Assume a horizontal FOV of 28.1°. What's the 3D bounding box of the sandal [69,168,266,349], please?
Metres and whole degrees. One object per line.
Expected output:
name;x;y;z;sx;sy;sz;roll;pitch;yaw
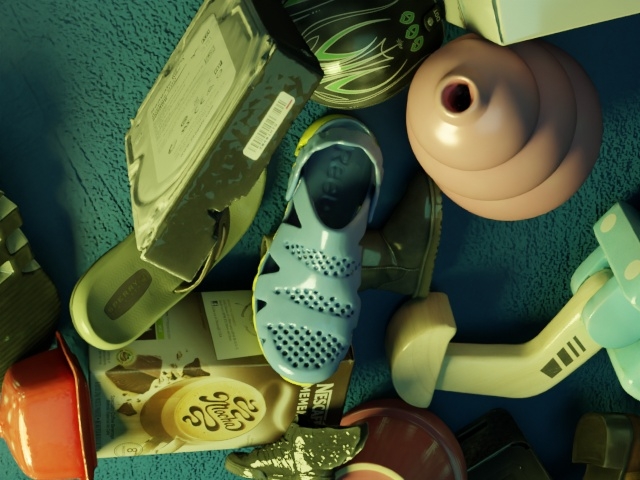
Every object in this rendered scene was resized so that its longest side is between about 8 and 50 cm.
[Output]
sandal;-0.151;0.001;1.414;0.120;0.086;0.303;45;65;-22

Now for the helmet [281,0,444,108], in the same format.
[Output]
helmet;0.033;-0.219;1.374;0.161;0.169;0.169;-32;119;-16

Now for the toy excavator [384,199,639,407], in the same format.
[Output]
toy excavator;0.362;0.104;1.581;0.433;0.222;0.445;30;114;-22

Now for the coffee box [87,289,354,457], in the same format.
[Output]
coffee box;-0.123;0.155;1.503;0.297;0.119;0.168;-2;137;-11

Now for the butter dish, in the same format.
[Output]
butter dish;-0.319;0.199;1.430;0.118;0.160;0.160;-7;107;-17

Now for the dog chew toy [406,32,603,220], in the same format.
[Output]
dog chew toy;0.183;-0.128;1.348;0.206;0.332;0.207;-1;88;20

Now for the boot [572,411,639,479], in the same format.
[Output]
boot;0.446;0.367;1.725;0.280;0.096;0.264;12;80;-32

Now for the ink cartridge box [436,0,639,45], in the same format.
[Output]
ink cartridge box;0.214;-0.327;1.278;0.198;0.270;0.197;-14;108;-5

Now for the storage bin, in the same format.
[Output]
storage bin;0.246;0.331;1.715;0.122;0.084;0.180;-33;117;4

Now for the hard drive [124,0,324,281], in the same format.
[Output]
hard drive;-0.110;-0.133;1.274;0.064;0.339;0.237;28;107;-21

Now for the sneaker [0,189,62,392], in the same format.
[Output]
sneaker;-0.388;0.034;1.426;0.122;0.146;0.330;-42;148;-32

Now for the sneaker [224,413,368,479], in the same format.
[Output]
sneaker;-0.030;0.241;1.489;0.170;0.051;0.089;9;93;26

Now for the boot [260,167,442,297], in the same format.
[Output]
boot;0.035;-0.003;1.525;0.208;0.076;0.190;3;114;-7

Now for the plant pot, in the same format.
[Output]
plant pot;0.074;0.311;1.572;0.201;0.180;0.201;1;96;12

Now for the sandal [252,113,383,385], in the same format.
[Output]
sandal;0.000;0.000;1.402;0.126;0.138;0.317;9;80;-6
